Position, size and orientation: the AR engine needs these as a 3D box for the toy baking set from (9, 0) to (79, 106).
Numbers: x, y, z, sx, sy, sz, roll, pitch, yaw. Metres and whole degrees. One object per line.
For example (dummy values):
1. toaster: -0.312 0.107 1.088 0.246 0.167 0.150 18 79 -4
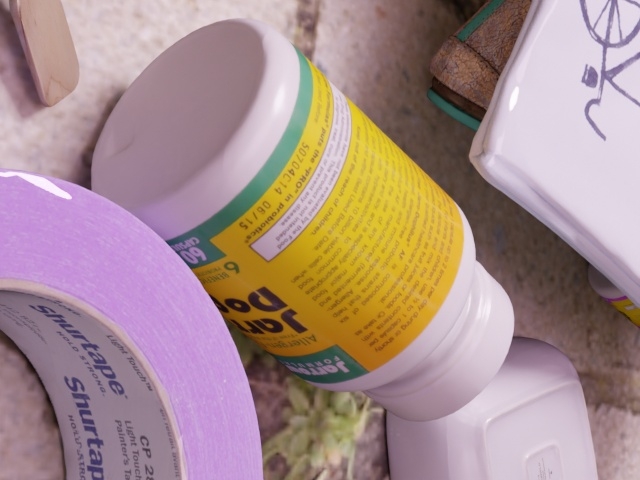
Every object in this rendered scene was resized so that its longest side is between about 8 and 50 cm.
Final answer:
1. toy baking set: -0.183 -0.136 0.637 0.256 0.030 0.196 4 86 -62

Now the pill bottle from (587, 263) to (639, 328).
1. pill bottle: 0.207 0.033 1.016 0.083 0.043 0.043 37 65 -36

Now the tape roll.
1. tape roll: -0.153 0.109 0.644 0.275 0.090 0.274 2 87 -44

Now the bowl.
1. bowl: 0.107 0.130 0.915 0.142 0.053 0.142 -16 99 -43

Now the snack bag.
1. snack bag: 0.234 -0.109 0.899 0.323 0.037 0.342 38 71 -39

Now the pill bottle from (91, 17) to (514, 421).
1. pill bottle: 0.000 0.000 0.770 0.208 0.118 0.117 41 63 -36

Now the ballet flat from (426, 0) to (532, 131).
1. ballet flat: 0.198 -0.063 0.953 0.316 0.107 0.106 25 100 -41
